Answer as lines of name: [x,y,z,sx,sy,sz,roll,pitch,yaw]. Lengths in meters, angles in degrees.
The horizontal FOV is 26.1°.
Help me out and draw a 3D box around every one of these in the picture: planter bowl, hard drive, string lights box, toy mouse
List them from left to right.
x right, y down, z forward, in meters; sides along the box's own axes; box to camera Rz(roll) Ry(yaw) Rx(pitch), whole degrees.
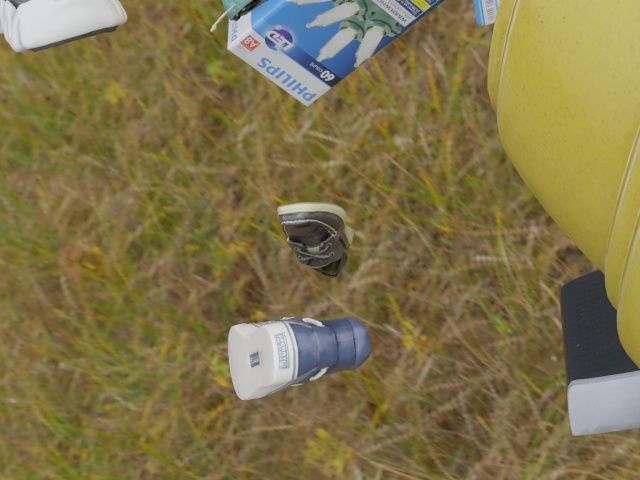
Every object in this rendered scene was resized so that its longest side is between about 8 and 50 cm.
toy mouse: [-0.053,-0.240,1.250,0.143,0.161,0.031,-38,94,-15]
string lights box: [0.029,-0.278,1.564,0.260,0.133,0.076,-35,38,31]
hard drive: [0.321,0.065,1.140,0.255,0.054,0.172,-16,37,19]
planter bowl: [0.103,-0.062,0.353,0.090,0.217,0.217,25,86,18]

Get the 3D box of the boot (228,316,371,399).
boot: [-0.022,0.100,1.189,0.086,0.190,0.069,-5,87,-17]

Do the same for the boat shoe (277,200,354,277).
boat shoe: [0.000,0.000,1.223,0.056,0.152,0.049,-4,77,17]

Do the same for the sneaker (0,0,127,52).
sneaker: [-0.243,-0.224,1.112,0.292,0.110,0.118,18,126,58]

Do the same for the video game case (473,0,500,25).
video game case: [0.218,-0.287,1.336,0.166,0.119,0.015,-18,21,-16]
